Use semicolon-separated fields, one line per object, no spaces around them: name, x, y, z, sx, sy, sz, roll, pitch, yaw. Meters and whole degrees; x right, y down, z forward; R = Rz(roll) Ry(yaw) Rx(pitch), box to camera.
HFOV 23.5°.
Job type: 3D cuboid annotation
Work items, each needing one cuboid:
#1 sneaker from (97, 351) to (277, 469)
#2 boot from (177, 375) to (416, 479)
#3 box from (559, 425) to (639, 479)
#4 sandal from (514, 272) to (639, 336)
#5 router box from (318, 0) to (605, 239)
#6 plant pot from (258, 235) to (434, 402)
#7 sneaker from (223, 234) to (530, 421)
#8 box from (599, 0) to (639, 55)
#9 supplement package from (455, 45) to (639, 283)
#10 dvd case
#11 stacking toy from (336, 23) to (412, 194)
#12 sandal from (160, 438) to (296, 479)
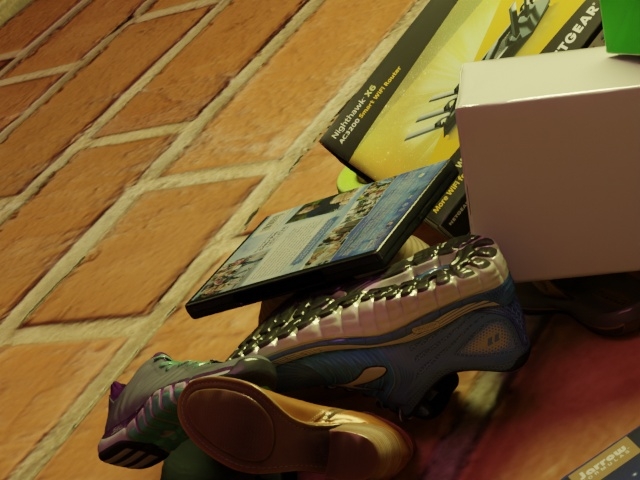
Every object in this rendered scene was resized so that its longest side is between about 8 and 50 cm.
sneaker;-0.131;0.131;1.425;0.224;0.083;0.098;-29;51;35
boot;-0.016;0.169;1.347;0.197;0.073;0.152;18;2;17
box;0.270;0.193;1.167;0.136;0.036;0.225;-34;25;-2
sandal;0.236;0.035;1.481;0.090;0.060;0.219;-34;26;-17
router box;0.176;-0.166;1.711;0.309;0.081;0.243;-52;42;-1
plant pot;0.025;0.053;1.593;0.237;0.109;0.237;-21;27;11
sneaker;0.046;0.112;1.418;0.330;0.147;0.130;-18;18;37
box;0.407;-0.232;1.326;0.231;0.126;0.262;-15;14;-22
supplement package;0.281;-0.081;1.423;0.293;0.177;0.175;-5;20;9
dvd case;0.000;0.000;1.528;0.253;0.022;0.180;-16;23;38
stacking toy;0.149;-0.154;1.843;0.279;0.130;0.309;-38;27;-23
sandal;-0.088;0.254;1.316;0.168;0.107;0.446;-25;24;1
